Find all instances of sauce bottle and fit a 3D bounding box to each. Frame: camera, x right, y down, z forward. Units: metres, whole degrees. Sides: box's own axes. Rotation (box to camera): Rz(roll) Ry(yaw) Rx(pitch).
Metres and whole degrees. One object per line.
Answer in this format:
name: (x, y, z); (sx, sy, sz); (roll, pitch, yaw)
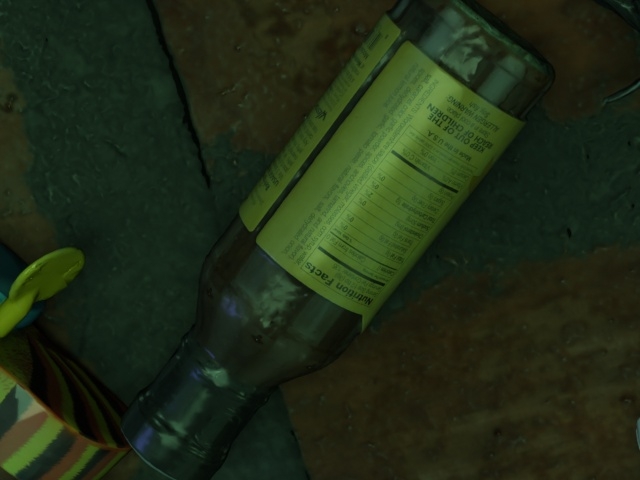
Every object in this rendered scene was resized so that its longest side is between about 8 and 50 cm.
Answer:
sauce bottle: (0.000, 0.000, 1.092); (0.111, 0.111, 0.344); (39, 105, 0)

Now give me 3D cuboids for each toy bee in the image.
toy bee: (-0.253, 0.061, 1.113); (0.298, 0.162, 0.195); (25, 105, 3)

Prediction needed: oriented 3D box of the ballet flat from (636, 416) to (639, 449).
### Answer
ballet flat: (0.258, 0.101, 1.090); (0.106, 0.107, 0.316); (24, 98, 24)

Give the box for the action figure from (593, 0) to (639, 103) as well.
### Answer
action figure: (0.240, -0.193, 1.006); (0.164, 0.141, 0.276); (21, 100, 2)
